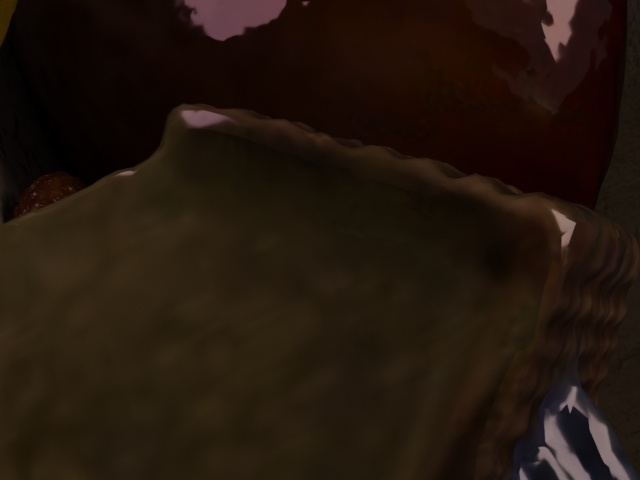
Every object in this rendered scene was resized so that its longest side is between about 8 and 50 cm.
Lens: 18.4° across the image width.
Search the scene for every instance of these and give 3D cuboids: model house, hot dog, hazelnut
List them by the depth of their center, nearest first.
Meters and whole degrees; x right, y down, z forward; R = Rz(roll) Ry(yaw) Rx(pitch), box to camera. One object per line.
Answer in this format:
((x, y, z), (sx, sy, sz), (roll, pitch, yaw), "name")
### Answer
((0.000, 0.118, 0.584), (0.321, 0.266, 0.261), (66, 11, 9), "model house")
((-0.126, 0.004, 0.973), (0.058, 0.035, 0.083), (57, 11, -48), "hot dog")
((0.000, -0.122, 1.146), (0.359, 0.359, 0.409), (60, -2, -33), "hazelnut")

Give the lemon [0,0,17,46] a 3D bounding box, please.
((-0.169, -0.160, 0.625), (0.248, 0.184, 0.184), (57, 7, -1), "lemon")
